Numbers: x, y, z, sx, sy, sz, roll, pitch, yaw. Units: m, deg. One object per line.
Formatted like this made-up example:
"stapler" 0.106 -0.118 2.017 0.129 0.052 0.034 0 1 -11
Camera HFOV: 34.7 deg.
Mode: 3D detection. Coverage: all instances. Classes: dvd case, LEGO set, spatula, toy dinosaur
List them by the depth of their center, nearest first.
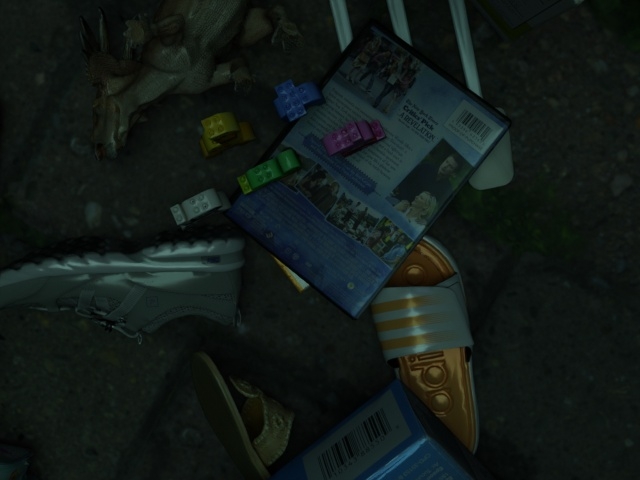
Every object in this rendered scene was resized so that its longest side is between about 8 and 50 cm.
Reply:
"LEGO set" -0.061 -0.094 0.989 0.227 0.093 0.087 -25 85 8
"toy dinosaur" -0.128 -0.214 1.014 0.296 0.200 0.127 -45 119 -17
"dvd case" 0.044 -0.073 1.030 0.180 0.022 0.253 39 94 10
"spatula" 0.099 -0.161 1.058 0.168 0.019 0.242 -12 92 4

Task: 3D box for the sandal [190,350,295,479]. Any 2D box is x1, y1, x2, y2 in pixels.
"sandal" -0.060 0.208 1.088 0.079 0.088 0.240 -26 103 -26

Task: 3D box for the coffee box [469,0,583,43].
"coffee box" 0.203 -0.412 0.860 0.338 0.334 0.338 -41 93 4

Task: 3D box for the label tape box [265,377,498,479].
"label tape box" 0.094 0.342 1.051 0.249 0.115 0.347 -40 119 6

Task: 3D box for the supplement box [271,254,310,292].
"supplement box" 0.000 0.000 1.067 0.098 0.036 0.062 -37 91 6

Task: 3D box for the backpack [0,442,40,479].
"backpack" -0.381 0.276 1.040 0.166 0.188 0.144 9 97 2

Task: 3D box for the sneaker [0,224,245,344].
"sneaker" -0.212 0.058 1.051 0.281 0.105 0.115 -5 102 6

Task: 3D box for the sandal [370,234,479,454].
"sandal" 0.116 0.117 1.056 0.102 0.076 0.265 -15 95 4
